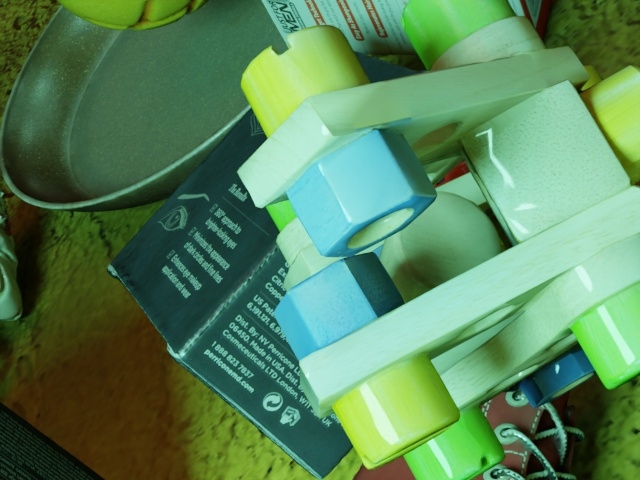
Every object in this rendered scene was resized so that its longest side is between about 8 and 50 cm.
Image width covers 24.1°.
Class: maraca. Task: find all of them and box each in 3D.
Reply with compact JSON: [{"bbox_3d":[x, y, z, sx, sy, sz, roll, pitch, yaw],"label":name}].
[{"bbox_3d":[-0.098,-0.188,0.915,0.127,0.099,0.185,-7,25,29],"label":"maraca"}]

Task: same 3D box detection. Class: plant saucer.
[{"bbox_3d":[-0.077,-0.134,0.959,0.310,0.050,0.310,-28,38,25],"label":"plant saucer"}]

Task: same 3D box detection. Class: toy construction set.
[{"bbox_3d":[0.122,-0.022,0.478,0.328,0.215,0.151,-10,71,-14],"label":"toy construction set"}]

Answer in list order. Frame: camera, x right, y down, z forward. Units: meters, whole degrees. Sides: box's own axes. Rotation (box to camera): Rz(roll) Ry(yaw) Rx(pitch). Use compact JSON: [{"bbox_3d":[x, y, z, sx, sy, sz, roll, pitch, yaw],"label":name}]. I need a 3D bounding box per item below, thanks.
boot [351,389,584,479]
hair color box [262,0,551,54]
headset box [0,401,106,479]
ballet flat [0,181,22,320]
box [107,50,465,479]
[{"bbox_3d":[0.080,0.117,0.512,0.244,0.088,0.176,4,56,52],"label":"boot"},{"bbox_3d":[0.042,-0.132,0.771,0.141,0.072,0.043,4,62,23],"label":"hair color box"},{"bbox_3d":[-0.233,0.182,0.654,0.293,0.218,0.110,-30,36,23],"label":"headset box"},{"bbox_3d":[-0.225,0.057,0.907,0.077,0.091,0.241,5,62,22],"label":"ballet flat"},{"bbox_3d":[0.000,0.000,0.680,0.158,0.093,0.156,-48,22,-2],"label":"box"}]
